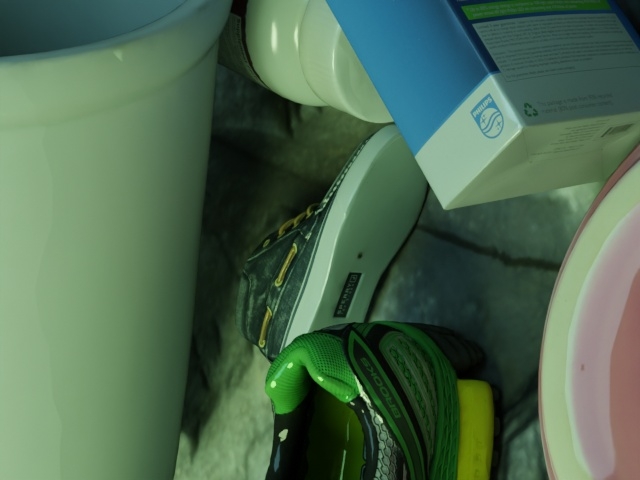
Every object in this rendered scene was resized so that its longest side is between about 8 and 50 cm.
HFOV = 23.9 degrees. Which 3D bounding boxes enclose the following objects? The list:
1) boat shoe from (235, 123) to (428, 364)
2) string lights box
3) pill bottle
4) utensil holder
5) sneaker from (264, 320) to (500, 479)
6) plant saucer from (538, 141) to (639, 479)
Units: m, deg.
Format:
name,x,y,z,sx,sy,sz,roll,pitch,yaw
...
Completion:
name,x,y,z,sx,sy,sz,roll,pitch,yaw
boat shoe,0.000,0.000,0.961,0.083,0.065,0.183,36,108,43
string lights box,0.072,-0.151,0.827,0.077,0.133,0.259,-48,61,43
pill bottle,-0.019,-0.157,0.976,0.221,0.121,0.121,31,104,45
utensil holder,-0.230,-0.013,0.942,0.327,0.328,0.385,44,138,42
sneaker,0.008,0.213,0.849,0.134,0.146,0.343,-11,74,45
plant saucer,0.225,0.064,0.700,0.332,0.084,0.332,-13,72,45
